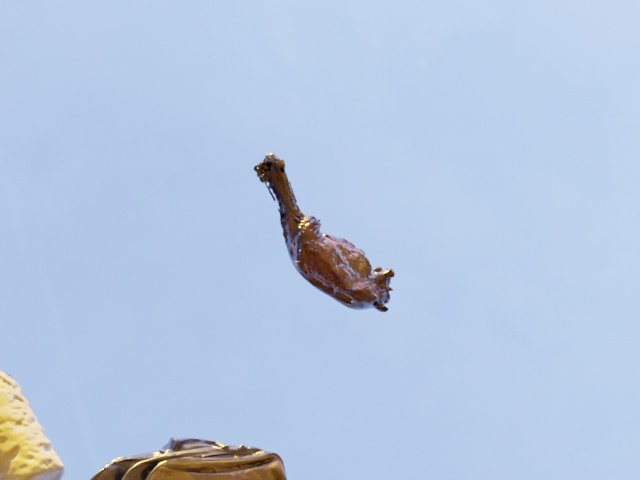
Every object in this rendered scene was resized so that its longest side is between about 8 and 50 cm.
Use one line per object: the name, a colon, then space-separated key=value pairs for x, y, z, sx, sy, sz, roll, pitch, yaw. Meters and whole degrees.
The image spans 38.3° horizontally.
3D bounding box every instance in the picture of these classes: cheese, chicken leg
cheese: x=-0.404 y=0.258 z=1.151 sx=0.123 sy=0.094 sz=0.167 roll=-39 pitch=-116 yaw=2
chicken leg: x=0.000 y=0.000 z=1.157 sx=0.051 sy=0.106 sz=0.253 roll=-30 pitch=-74 yaw=41

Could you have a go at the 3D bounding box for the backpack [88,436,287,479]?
backpack: x=-0.168 y=0.324 z=1.031 sx=0.258 sy=0.206 sz=0.133 roll=5 pitch=-34 yaw=-31
